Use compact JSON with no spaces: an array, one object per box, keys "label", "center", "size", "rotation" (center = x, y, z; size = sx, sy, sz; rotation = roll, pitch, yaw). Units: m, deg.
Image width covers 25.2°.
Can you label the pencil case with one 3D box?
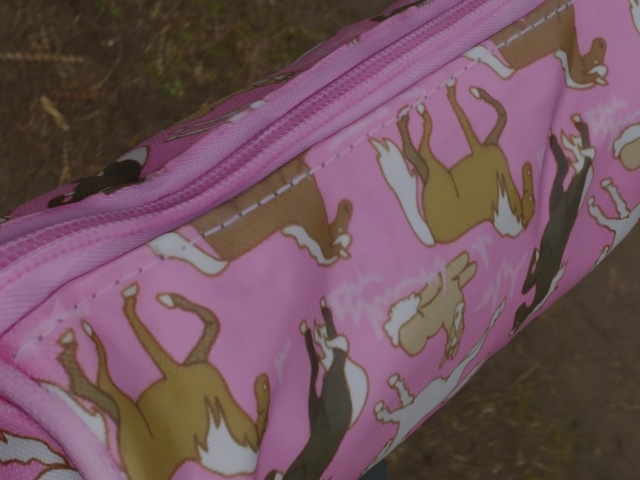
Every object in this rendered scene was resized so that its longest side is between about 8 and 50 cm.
[{"label":"pencil case","center":[0.000,0.000,0.526],"size":[0.386,0.160,0.167],"rotation":[-37,108,-40]}]

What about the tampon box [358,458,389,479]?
[{"label":"tampon box","center":[-0.037,0.090,0.841],"size":[0.101,0.120,0.161],"rotation":[-11,89,-18]}]
